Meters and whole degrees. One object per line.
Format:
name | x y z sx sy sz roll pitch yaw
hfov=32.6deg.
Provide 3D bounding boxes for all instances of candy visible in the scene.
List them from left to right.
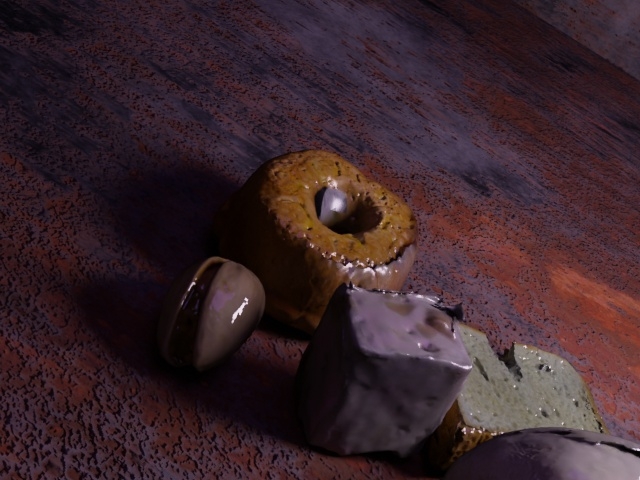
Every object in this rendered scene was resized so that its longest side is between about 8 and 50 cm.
candy | 0.080 0.162 1.355 0.184 0.195 0.137 11 34 -24
candy | 0.271 0.316 1.254 0.295 0.295 0.185 16 68 -23

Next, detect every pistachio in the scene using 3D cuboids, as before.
pistachio | -0.135 0.090 1.357 0.124 0.124 0.185 31 47 1

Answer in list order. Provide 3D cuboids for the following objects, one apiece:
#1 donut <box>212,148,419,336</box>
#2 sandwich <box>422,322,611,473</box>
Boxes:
donut | 0.000 0.000 1.560 0.299 0.150 0.317 20 33 -23
sandwich | 0.257 0.231 1.499 0.273 0.095 0.249 18 31 -21
